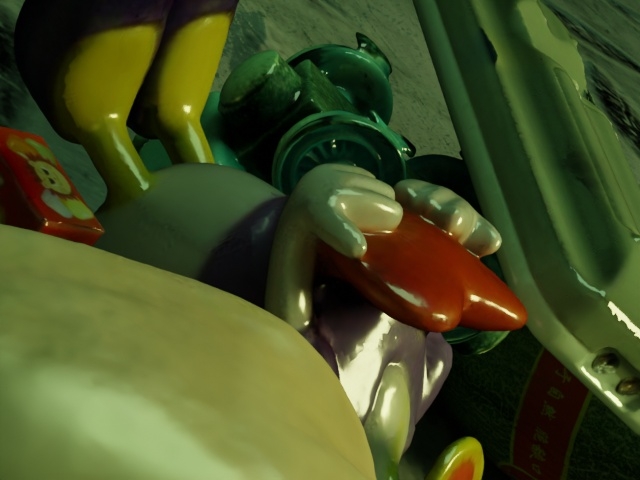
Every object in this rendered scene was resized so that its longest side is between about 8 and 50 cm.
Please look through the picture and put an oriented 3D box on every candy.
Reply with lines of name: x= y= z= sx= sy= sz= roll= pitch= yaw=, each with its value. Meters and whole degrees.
candy: x=-0.148 y=0.017 z=0.769 sx=0.038 sy=0.122 sz=0.062 roll=11 pitch=35 yaw=-52

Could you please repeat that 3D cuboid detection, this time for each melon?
melon: x=0.184 y=0.079 z=1.064 sx=0.288 sy=0.182 sz=0.182 roll=27 pitch=12 yaw=34

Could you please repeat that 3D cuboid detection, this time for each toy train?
toy train: x=0.000 y=0.000 z=0.961 sx=0.203 sy=0.163 sz=0.112 roll=45 pitch=18 yaw=-22

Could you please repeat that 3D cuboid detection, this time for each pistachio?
pistachio: x=-0.097 y=0.108 z=0.592 sx=0.318 sy=0.214 sz=0.193 roll=25 pitch=-21 yaw=-8

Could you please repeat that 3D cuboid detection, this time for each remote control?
remote control: x=0.123 y=-0.044 z=0.978 sx=0.128 sy=0.065 sz=0.335 roll=40 pitch=22 yaw=-33

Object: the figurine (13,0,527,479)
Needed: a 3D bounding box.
figurine: x=-0.014 y=0.056 z=0.792 sx=0.421 sy=0.193 sz=0.154 roll=55 pitch=22 yaw=14
